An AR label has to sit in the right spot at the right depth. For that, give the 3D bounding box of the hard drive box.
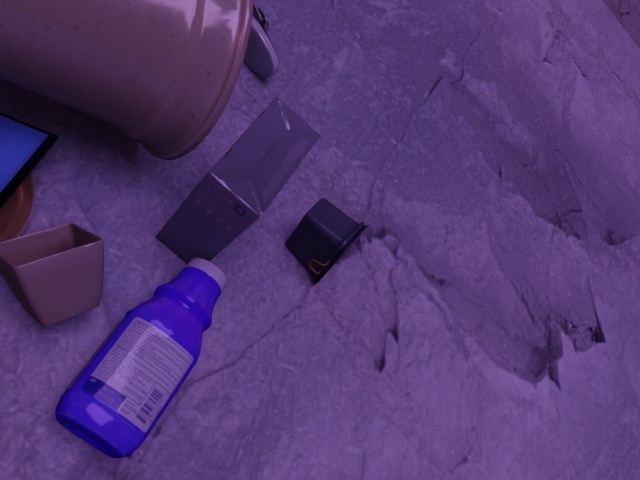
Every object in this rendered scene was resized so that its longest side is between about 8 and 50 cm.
[{"bbox_3d":[-0.126,-0.077,0.900,0.089,0.232,0.181,41,53,-11],"label":"hard drive box"}]

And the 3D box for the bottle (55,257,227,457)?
[{"bbox_3d":[-0.227,0.145,0.824,0.118,0.092,0.282,41,53,-15],"label":"bottle"}]

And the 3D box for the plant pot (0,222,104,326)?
[{"bbox_3d":[-0.343,0.046,0.780,0.109,0.109,0.096,-23,118,-37],"label":"plant pot"}]

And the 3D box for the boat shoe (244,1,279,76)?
[{"bbox_3d":[-0.133,-0.410,1.143,0.070,0.078,0.219,-30,86,-37],"label":"boat shoe"}]

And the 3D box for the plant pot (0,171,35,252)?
[{"bbox_3d":[-0.500,-0.065,0.781,0.237,0.032,0.236,14,62,-28],"label":"plant pot"}]

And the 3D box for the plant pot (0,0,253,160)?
[{"bbox_3d":[-0.307,-0.300,0.789,0.306,0.334,0.333,10,64,-40],"label":"plant pot"}]

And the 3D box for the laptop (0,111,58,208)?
[{"bbox_3d":[-0.472,-0.166,0.703,0.234,0.137,0.264,-83,163,-50],"label":"laptop"}]

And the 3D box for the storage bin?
[{"bbox_3d":[0.000,0.000,1.020,0.091,0.135,0.098,41,53,3],"label":"storage bin"}]
